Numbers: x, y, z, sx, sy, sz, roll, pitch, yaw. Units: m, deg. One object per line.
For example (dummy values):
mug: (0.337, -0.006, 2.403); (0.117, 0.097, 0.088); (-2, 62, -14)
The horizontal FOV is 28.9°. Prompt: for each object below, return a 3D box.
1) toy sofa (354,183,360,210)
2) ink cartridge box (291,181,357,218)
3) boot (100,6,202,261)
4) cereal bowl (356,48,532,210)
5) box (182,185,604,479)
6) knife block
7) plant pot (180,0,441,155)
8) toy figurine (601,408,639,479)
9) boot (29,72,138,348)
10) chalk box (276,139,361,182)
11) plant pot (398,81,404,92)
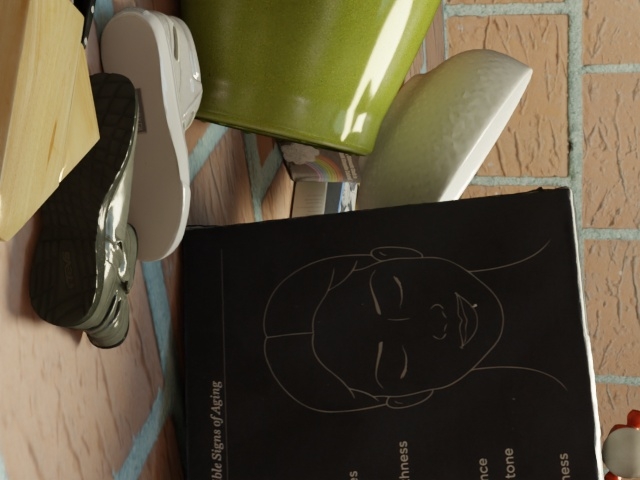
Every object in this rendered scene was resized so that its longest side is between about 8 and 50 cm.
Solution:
toy sofa: (0.123, -0.158, 2.343); (0.362, 0.177, 0.150); (47, 46, -70)
ink cartridge box: (0.000, 0.000, 2.058); (0.165, 0.065, 0.333); (56, 38, -61)
boot: (-0.162, -0.113, 1.304); (0.123, 0.095, 0.258); (-22, 112, -68)
cereal bowl: (0.155, -0.136, 1.779); (0.339, 0.141, 0.339); (-54, 171, -12)
box: (0.097, 0.218, 1.516); (0.297, 0.471, 0.480); (52, 34, -71)
knife block: (-0.251, -0.159, 0.949); (0.276, 0.088, 0.242); (-66, 153, -58)
plant pot: (-0.018, -0.292, 1.466); (0.366, 0.366, 0.353); (0, 104, -77)
toy figurine: (0.455, 0.289, 1.494); (0.148, 0.213, 0.209); (32, 37, -80)
boot: (-0.212, -0.025, 1.185); (0.161, 0.083, 0.246); (57, 41, -79)
chalk box: (0.053, -0.177, 1.958); (0.132, 0.213, 0.132); (70, 25, -59)
plant pot: (0.010, -0.339, 1.775); (0.291, 0.203, 0.291); (3, 90, -77)
